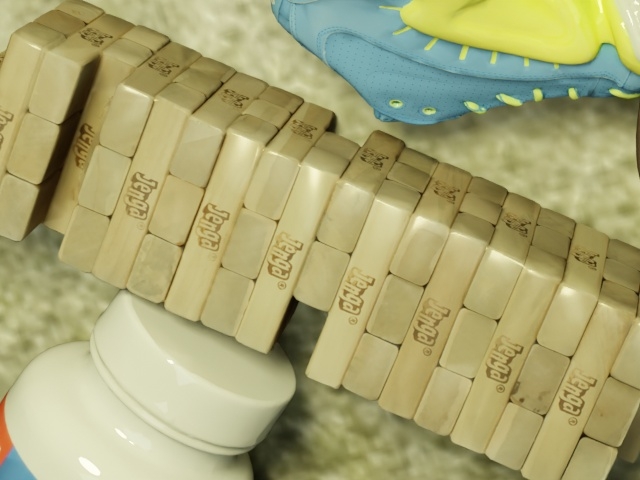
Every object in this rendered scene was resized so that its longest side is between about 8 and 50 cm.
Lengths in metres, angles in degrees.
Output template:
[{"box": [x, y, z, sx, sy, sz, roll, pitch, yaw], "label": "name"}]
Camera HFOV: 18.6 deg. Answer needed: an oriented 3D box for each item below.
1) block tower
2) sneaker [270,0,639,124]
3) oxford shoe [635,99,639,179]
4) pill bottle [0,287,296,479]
[{"box": [0.000, 0.000, 0.857, 0.335, 0.097, 0.091, 23, 111, 3], "label": "block tower"}, {"box": [0.088, -0.097, 0.826, 0.240, 0.091, 0.126, 19, 146, -9], "label": "sneaker"}, {"box": [0.137, -0.133, 0.746, 0.098, 0.097, 0.271, 4, 71, 18], "label": "oxford shoe"}, {"box": [-0.108, 0.125, 0.903, 0.124, 0.124, 0.221, 35, 110, 0], "label": "pill bottle"}]
